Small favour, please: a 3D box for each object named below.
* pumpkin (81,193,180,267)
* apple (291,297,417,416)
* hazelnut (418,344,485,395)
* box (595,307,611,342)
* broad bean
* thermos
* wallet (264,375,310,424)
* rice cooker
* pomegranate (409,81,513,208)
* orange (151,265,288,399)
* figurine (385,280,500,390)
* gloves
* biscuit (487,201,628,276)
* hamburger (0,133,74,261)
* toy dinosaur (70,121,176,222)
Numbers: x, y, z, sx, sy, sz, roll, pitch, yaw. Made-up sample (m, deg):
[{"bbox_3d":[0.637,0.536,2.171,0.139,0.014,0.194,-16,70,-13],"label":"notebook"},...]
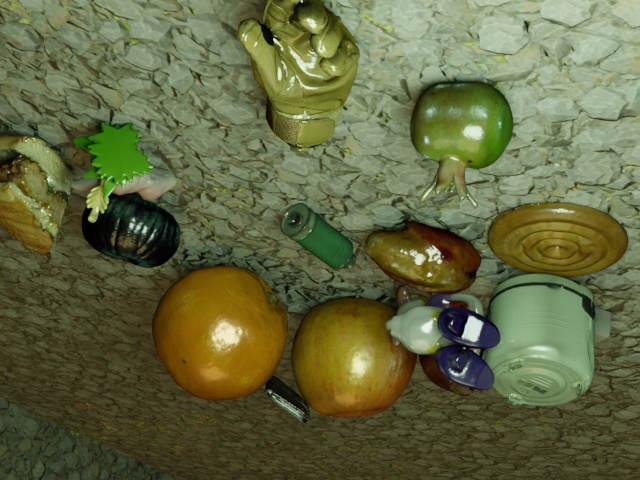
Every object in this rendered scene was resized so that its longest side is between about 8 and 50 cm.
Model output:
[{"bbox_3d":[-0.382,-0.026,1.838,0.202,0.140,0.202,15,168,3],"label":"pumpkin"},{"bbox_3d":[0.079,0.280,2.105,0.299,0.275,0.299,3,152,2],"label":"apple"},{"bbox_3d":[0.318,0.265,2.102,0.160,0.170,0.202,18,173,42],"label":"hazelnut"},{"bbox_3d":[0.513,0.201,2.016,0.150,0.067,0.233,17,152,-15],"label":"box"},{"bbox_3d":[0.198,0.027,1.751,0.229,0.156,0.122,20,110,-3],"label":"broad bean"},{"bbox_3d":[0.002,0.003,1.821,0.083,0.073,0.188,-14,144,36],"label":"thermos"},{"bbox_3d":[-0.074,0.356,2.050,0.122,0.031,0.232,36,176,-2],"label":"wallet"},{"bbox_3d":[0.431,0.190,1.788,0.226,0.244,0.226,7,144,5],"label":"rice cooker"},{"bbox_3d":[0.208,-0.143,1.359,0.152,0.191,0.131,3,168,18],"label":"pomegranate"},{"bbox_3d":[-0.220,0.204,2.031,0.312,0.312,0.312,8,152,5],"label":"orange"},{"bbox_3d":[0.220,0.175,1.792,0.193,0.154,0.421,5,-176,-1],"label":"figurine"},{"bbox_3d":[-0.023,-0.257,1.278,0.154,0.141,0.331,22,155,10],"label":"gloves"},{"bbox_3d":[0.444,0.006,1.711,0.262,0.037,0.262,9,153,4],"label":"biscuit"},{"bbox_3d":[-0.576,-0.089,1.772,0.245,0.155,0.282,28,151,-23],"label":"hamburger"},{"bbox_3d":[-0.367,-0.131,1.672,0.194,0.152,0.177,-26,160,-20],"label":"toy dinosaur"}]
